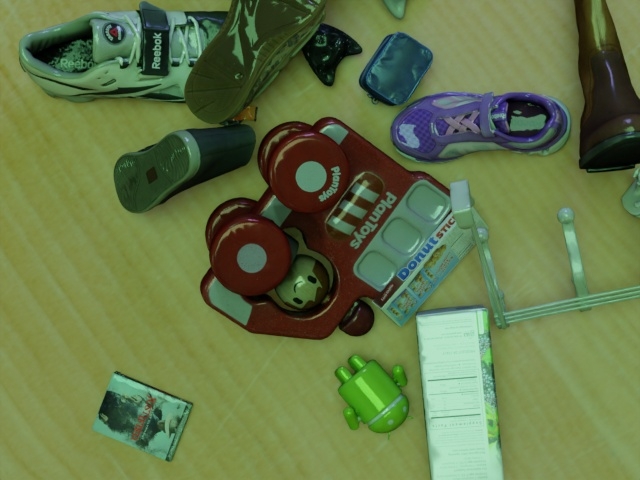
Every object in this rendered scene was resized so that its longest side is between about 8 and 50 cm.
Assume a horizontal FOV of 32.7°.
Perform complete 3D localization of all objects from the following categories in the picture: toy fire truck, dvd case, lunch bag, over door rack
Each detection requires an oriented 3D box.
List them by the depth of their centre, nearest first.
[{"bbox_3d":[0.297,-0.015,1.299,0.240,0.324,0.108,-13,58,11],"label":"over door rack"},{"bbox_3d":[0.000,0.000,1.412,0.254,0.169,0.302,34,94,-13],"label":"toy fire truck"},{"bbox_3d":[0.096,-0.222,1.441,0.067,0.065,0.098,35,92,-10],"label":"lunch bag"},{"bbox_3d":[-0.244,0.242,1.497,0.119,0.013,0.087,22,92,5],"label":"dvd case"}]

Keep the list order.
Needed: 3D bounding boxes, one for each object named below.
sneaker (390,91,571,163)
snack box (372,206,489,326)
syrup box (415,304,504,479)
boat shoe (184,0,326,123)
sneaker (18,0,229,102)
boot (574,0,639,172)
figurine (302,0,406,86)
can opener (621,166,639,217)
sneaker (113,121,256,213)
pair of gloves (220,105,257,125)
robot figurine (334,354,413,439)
[{"bbox_3d":[0.206,-0.153,1.408,0.236,0.104,0.095,-3,90,7],"label":"sneaker"},{"bbox_3d":[0.145,0.031,1.424,0.178,0.064,0.022,-48,50,-2],"label":"snack box"},{"bbox_3d":[0.179,0.206,1.411,0.096,0.093,0.236,-6,89,6],"label":"syrup box"},{"bbox_3d":[-0.067,-0.273,1.386,0.104,0.089,0.285,43,104,8],"label":"boat shoe"},{"bbox_3d":[-0.236,-0.246,1.437,0.331,0.146,0.122,-8,85,5],"label":"sneaker"},{"bbox_3d":[0.350,-0.227,1.314,0.096,0.264,0.280,-5,90,17],"label":"boot"},{"bbox_3d":[0.014,-0.347,1.448,0.215,0.092,0.209,-42,94,4],"label":"figurine"},{"bbox_3d":[0.492,-0.133,1.403,0.093,0.074,0.280,31,95,-29],"label":"can opener"},{"bbox_3d":[-0.181,-0.094,1.442,0.118,0.222,0.083,-15,89,-39],"label":"sneaker"},{"bbox_3d":[-0.127,-0.152,1.491,0.074,0.010,0.083,13,91,6],"label":"pair of gloves"},{"bbox_3d":[0.069,0.204,1.436,0.101,0.067,0.115,-39,85,-15],"label":"robot figurine"}]
